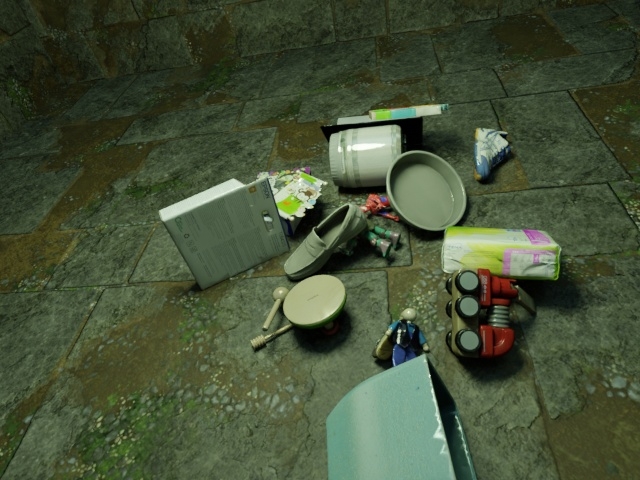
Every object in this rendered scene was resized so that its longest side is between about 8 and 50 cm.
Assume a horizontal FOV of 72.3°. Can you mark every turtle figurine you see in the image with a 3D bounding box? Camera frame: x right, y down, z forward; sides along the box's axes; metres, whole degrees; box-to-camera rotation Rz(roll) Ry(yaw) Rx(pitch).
[{"bbox_3d":[0.136,-0.024,1.438,0.234,0.118,0.175,23,54,26],"label":"turtle figurine"}]

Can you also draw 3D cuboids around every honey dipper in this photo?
[{"bbox_3d":[-0.123,0.262,1.257,0.160,0.030,0.030,-26,44,-15],"label":"honey dipper"}]

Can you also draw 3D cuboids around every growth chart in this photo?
[{"bbox_3d":[-0.082,-0.158,1.529,0.172,0.021,0.237,22,51,28],"label":"growth chart"}]

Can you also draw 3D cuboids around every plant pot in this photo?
[{"bbox_3d":[0.152,0.422,0.878,0.252,0.247,0.248,-21,41,17],"label":"plant pot"}]

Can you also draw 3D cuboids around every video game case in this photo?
[{"bbox_3d":[-0.144,-0.183,1.616,0.210,0.042,0.232,-4,42,7],"label":"video game case"}]

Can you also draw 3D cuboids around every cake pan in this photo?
[{"bbox_3d":[0.346,-0.160,1.464,0.293,0.054,0.293,6,68,-15],"label":"cake pan"}]

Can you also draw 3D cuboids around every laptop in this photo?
[{"bbox_3d":[0.226,-0.506,1.822,0.381,0.236,0.408,-2,47,12],"label":"laptop"}]

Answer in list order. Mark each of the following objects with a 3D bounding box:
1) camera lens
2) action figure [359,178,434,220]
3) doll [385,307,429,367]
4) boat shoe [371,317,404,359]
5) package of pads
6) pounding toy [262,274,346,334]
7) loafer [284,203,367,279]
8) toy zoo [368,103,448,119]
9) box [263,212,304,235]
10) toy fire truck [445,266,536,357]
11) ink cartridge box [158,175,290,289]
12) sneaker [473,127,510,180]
[{"bbox_3d":[0.185,-0.312,1.642,0.274,0.219,0.219,-3,44,12],"label":"camera lens"},{"bbox_3d":[0.274,-0.129,1.520,0.280,0.092,0.139,-17,34,-3],"label":"action figure"},{"bbox_3d":[0.226,0.264,1.124,0.129,0.046,0.189,19,56,-15],"label":"doll"},{"bbox_3d":[0.187,0.257,1.166,0.152,0.056,0.049,-35,10,-37],"label":"boat shoe"},{"bbox_3d":[0.494,0.030,1.226,0.296,0.101,0.229,3,13,18],"label":"package of pads"},{"bbox_3d":[-0.027,0.205,1.248,0.236,0.110,0.183,-11,37,17],"label":"pounding toy"},{"bbox_3d":[0.000,0.000,1.372,0.319,0.111,0.112,-43,51,10],"label":"loafer"},{"bbox_3d":[0.334,-0.487,1.654,0.293,0.030,0.192,-4,18,4],"label":"toy zoo"},{"bbox_3d":[-0.146,-0.089,1.601,0.137,0.072,0.126,5,47,18],"label":"box"},{"bbox_3d":[0.449,0.188,1.108,0.246,0.158,0.217,3,77,2],"label":"toy fire truck"},{"bbox_3d":[-0.287,-0.028,1.387,0.330,0.324,0.071,-26,46,-13],"label":"ink cartridge box"},{"bbox_3d":[0.639,-0.332,1.629,0.130,0.112,0.296,5,47,19],"label":"sneaker"}]
